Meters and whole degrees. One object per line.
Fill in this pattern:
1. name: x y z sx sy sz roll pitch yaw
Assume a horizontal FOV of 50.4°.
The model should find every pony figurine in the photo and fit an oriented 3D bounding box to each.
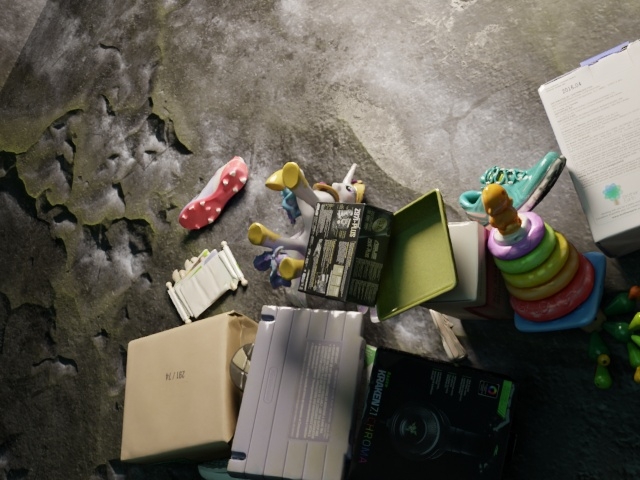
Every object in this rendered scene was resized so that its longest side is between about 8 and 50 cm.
1. pony figurine: 0.000 0.000 1.471 0.302 0.363 0.351 4 93 30

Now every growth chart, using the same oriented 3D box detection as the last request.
1. growth chart: -0.308 0.108 1.797 0.237 0.021 0.172 -37 60 19

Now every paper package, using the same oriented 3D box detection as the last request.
1. paper package: -0.293 0.361 1.607 0.324 0.168 0.310 -18 60 27

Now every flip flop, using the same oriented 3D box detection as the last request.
1. flip flop: -0.075 0.310 1.438 0.277 0.080 0.112 21 62 21

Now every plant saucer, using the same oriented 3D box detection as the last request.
1. plant saucer: 0.170 0.032 1.206 0.188 0.045 0.188 -33 53 44

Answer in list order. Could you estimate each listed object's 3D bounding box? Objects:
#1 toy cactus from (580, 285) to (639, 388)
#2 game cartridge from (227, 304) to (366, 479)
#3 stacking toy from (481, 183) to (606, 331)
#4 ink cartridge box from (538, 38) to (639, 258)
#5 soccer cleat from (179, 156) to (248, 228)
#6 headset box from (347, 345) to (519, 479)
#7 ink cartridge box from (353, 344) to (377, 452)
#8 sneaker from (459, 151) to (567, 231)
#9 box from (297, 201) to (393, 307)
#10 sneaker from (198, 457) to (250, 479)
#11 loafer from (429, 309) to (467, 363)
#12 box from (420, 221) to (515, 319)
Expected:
1. toy cactus: 0.528 0.155 1.220 0.180 0.112 0.219 24 93 54
2. game cartridge: -0.036 0.302 1.353 0.230 0.068 0.355 5 58 8
3. stacking toy: 0.364 0.014 1.207 0.165 0.302 0.175 -13 39 44
4. ink cartridge box: 0.580 -0.202 1.240 0.269 0.151 0.396 -23 67 25
5. soccer cleat: -0.285 -0.124 1.825 0.248 0.083 0.095 -42 29 22
6. headset box: 0.217 0.349 1.267 0.282 0.131 0.247 13 86 8
7. ink cartridge box: 0.111 0.339 1.421 0.154 0.093 0.213 18 84 35
8. sneaker: 0.355 -0.094 1.296 0.110 0.275 0.107 47 60 1
9. box: 0.045 0.023 1.268 0.147 0.077 0.180 5 82 53
10. sneaker: -0.190 0.551 1.563 0.235 0.090 0.095 -7 95 37
11. loafer: 0.263 0.190 1.402 0.039 0.045 0.125 -23 71 7
12. box: 0.282 0.064 1.304 0.126 0.232 0.149 -5 75 32
